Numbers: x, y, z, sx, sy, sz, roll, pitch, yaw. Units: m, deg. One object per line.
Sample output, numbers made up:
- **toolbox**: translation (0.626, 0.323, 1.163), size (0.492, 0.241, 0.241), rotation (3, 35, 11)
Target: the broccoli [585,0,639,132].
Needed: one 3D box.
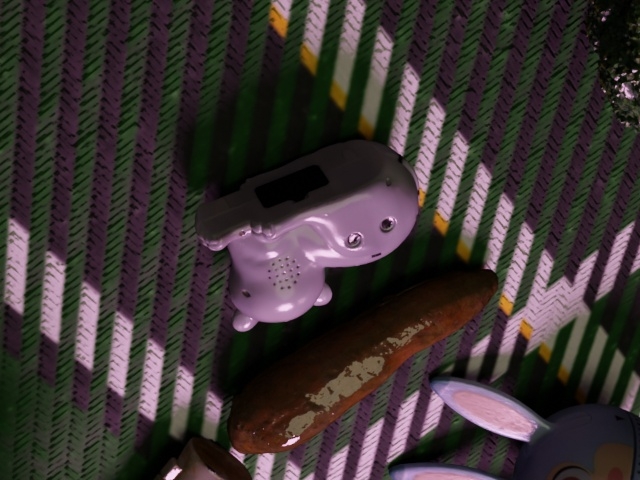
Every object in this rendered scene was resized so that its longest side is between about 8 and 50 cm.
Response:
- **broccoli**: translation (0.318, -0.177, 0.943), size (0.269, 0.242, 0.261), rotation (-2, 106, -56)

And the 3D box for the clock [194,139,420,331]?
- **clock**: translation (0.000, 0.000, 1.006), size (0.176, 0.080, 0.117), rotation (-23, 127, -7)

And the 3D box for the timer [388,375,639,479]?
- **timer**: translation (0.219, 0.227, 1.203), size (0.255, 0.175, 0.175), rotation (9, 117, -27)

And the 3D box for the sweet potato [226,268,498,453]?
- **sweet potato**: translation (0.036, 0.096, 1.097), size (0.273, 0.075, 0.075), rotation (-34, 129, -5)

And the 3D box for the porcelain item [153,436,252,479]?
- **porcelain item**: translation (-0.157, 0.266, 1.134), size (0.213, 0.054, 0.084), rotation (-46, 126, 11)
